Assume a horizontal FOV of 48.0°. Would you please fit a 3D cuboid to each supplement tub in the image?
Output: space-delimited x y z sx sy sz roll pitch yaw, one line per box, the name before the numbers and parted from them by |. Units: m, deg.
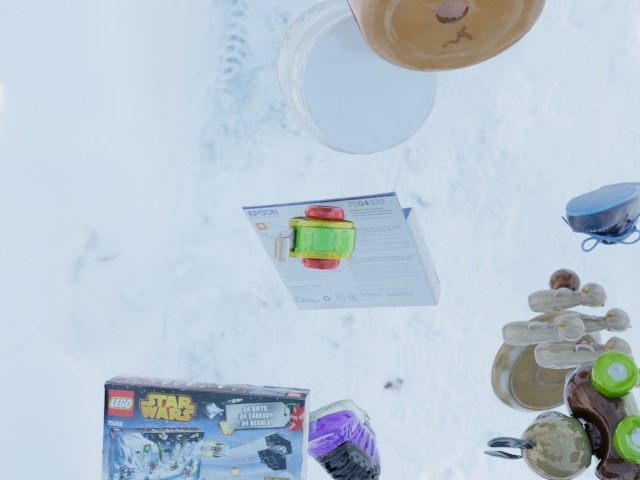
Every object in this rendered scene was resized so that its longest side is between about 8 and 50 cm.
supplement tub | 0.053 -0.271 1.171 0.236 0.325 0.235 -2 108 -7

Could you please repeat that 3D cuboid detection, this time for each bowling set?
bowling set | 0.432 0.122 1.173 0.154 0.199 0.287 -13 146 42

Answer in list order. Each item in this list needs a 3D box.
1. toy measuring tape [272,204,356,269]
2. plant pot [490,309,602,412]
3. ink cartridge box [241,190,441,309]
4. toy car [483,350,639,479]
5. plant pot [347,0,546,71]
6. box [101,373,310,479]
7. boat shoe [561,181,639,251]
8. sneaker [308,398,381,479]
toy measuring tape | 0.000 0.000 1.194 0.122 0.330 0.121 0 95 5
plant pot | 0.441 0.242 1.377 0.237 0.032 0.236 -6 118 -12
ink cartridge box | 0.051 0.015 1.464 0.324 0.071 0.330 -3 134 23
toy car | 0.293 0.232 0.882 0.189 0.148 0.155 -12 152 5
plant pot | 0.136 -0.332 0.810 0.291 0.291 0.203 -22 59 33
box | -0.077 0.142 0.482 0.137 0.027 0.093 4 94 6
boat shoe | 0.451 -0.034 1.093 0.109 0.258 0.089 -1 100 43
sneaker | 0.045 0.361 1.218 0.102 0.293 0.146 -26 64 13
